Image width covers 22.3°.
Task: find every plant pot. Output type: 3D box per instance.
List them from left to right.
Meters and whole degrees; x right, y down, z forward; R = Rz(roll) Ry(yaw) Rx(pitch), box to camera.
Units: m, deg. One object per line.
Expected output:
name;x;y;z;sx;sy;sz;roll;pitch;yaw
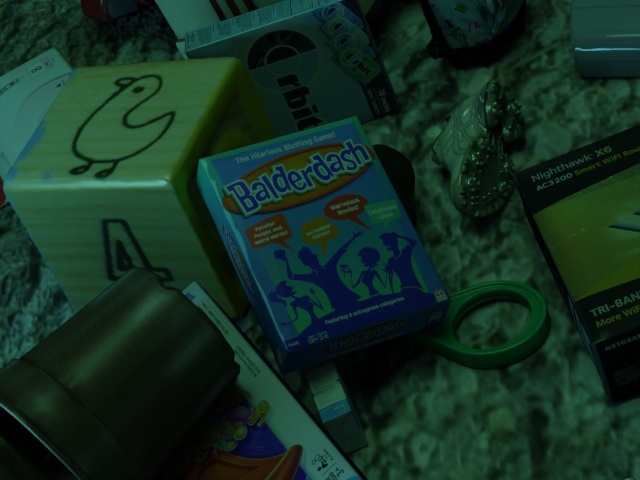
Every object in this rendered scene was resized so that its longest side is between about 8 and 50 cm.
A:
plant pot;-0.162;0.121;1.301;0.165;0.167;0.167;-45;43;-19

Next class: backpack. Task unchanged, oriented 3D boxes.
backpack;0.159;-0.296;1.738;0.115;0.182;0.152;-6;42;22

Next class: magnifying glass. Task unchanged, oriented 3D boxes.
magnifying glass;0.096;0.076;1.477;0.231;0.026;0.092;0;44;25

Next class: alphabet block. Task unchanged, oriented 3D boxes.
alphabet block;-0.162;-0.051;1.619;0.197;0.193;0.192;-1;46;27

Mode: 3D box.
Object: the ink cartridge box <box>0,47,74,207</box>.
ink cartridge box;-0.375;-0.119;1.919;0.232;0.066;0.189;-28;39;-11

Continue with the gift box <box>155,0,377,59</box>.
gift box;-0.045;-0.336;1.825;0.276;0.258;0.255;1;45;39

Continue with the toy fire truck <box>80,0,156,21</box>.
toy fire truck;-0.216;-0.432;2.027;0.169;0.302;0.254;20;28;24

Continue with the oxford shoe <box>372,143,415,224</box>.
oxford shoe;0.045;0.003;1.553;0.076;0.076;0.212;-55;13;40

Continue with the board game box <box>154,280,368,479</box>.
board game box;-0.101;0.213;1.343;0.233;0.078;0.347;-42;40;-3

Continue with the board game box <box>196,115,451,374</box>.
board game box;0.000;0.000;1.457;0.160;0.047;0.210;-17;62;-18

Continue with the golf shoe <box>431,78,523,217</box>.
golf shoe;0.146;-0.078;1.608;0.086;0.069;0.176;-23;31;35

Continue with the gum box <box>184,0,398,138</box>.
gum box;-0.030;-0.178;1.721;0.184;0.157;0.041;-17;39;10

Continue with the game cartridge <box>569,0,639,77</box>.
game cartridge;0.375;-0.282;1.716;0.196;0.060;0.294;-1;44;32

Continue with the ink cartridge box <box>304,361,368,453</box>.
ink cartridge box;0.012;0.141;1.423;0.028;0.048;0.083;-24;39;2

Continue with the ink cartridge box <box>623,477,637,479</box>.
ink cartridge box;0.135;0.375;0.997;0.308;0.091;0.385;-34;38;19

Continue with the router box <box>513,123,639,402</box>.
router box;0.349;-0.018;1.403;0.309;0.081;0.243;-22;39;3

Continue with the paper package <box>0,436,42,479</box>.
paper package;-0.375;0.302;1.289;0.325;0.168;0.309;-37;40;8
